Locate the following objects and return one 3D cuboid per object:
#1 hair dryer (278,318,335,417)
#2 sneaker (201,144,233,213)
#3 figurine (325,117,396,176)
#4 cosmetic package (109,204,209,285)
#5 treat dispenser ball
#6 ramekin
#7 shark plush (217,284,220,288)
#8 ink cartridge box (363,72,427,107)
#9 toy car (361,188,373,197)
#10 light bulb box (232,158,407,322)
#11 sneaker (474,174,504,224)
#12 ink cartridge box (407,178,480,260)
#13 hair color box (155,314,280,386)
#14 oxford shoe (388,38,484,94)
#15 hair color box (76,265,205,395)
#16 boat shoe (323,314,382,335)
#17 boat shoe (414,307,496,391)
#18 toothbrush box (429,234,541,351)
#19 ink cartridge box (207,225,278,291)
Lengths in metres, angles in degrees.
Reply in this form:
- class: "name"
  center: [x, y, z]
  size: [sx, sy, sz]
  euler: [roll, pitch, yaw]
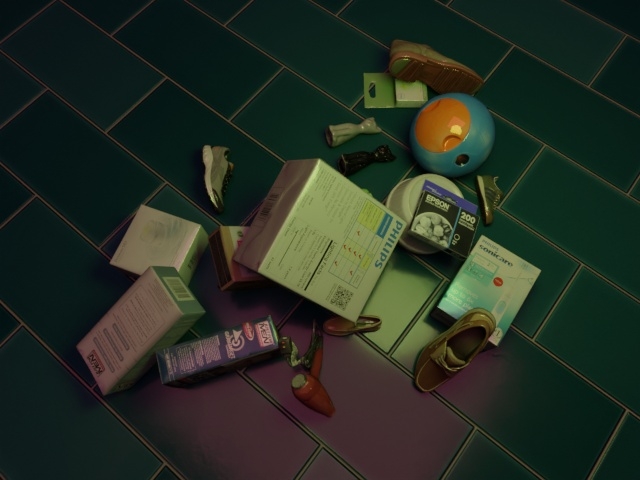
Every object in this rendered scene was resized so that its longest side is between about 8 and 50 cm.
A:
- class: "hair dryer"
  center: [-0.011, 0.396, 1.433]
  size: [0.080, 0.224, 0.293]
  euler: [-13, 90, 35]
- class: "sneaker"
  center: [-0.361, -0.225, 1.695]
  size: [0.108, 0.100, 0.271]
  euler: [-6, 70, -7]
- class: "figurine"
  center: [0.148, -0.358, 1.752]
  size: [0.210, 0.092, 0.214]
  euler: [-17, 70, -14]
- class: "cosmetic package"
  center: [-0.528, 0.032, 1.581]
  size: [0.225, 0.138, 0.224]
  euler: [18, 71, 8]
- class: "treat dispenser ball"
  center: [0.451, -0.359, 1.635]
  size: [0.288, 0.288, 0.288]
  euler: [0, 70, 0]
- class: "ramekin"
  center: [0.360, -0.098, 1.588]
  size: [0.273, 0.127, 0.272]
  euler: [4, 74, -15]
- class: "shark plush"
  center: [-0.279, 0.115, 1.553]
  size: [0.161, 0.067, 0.073]
  euler: [-13, 55, -45]
- class: "ink cartridge box"
  center: [0.290, -0.599, 1.848]
  size: [0.235, 0.056, 0.171]
  euler: [1, 71, -1]
- class: "toy car"
  center: [0.181, -0.091, 1.662]
  size: [0.239, 0.053, 0.225]
  euler: [-22, 72, -8]
- class: "light bulb box"
  center: [0.000, 0.000, 1.426]
  size: [0.361, 0.225, 0.357]
  euler: [32, 82, -28]
- class: "sneaker"
  center: [0.605, -0.149, 1.673]
  size: [0.086, 0.064, 0.192]
  euler: [-5, 67, 4]
- class: "ink cartridge box"
  center: [0.397, -0.072, 1.501]
  size: [0.206, 0.045, 0.208]
  euler: [25, 69, -8]
- class: "hair color box"
  center: [-0.295, 0.342, 1.445]
  size: [0.347, 0.174, 0.105]
  euler: [-17, 70, -5]
- class: "oxford shoe"
  center: [0.440, -0.659, 1.782]
  size: [0.397, 0.140, 0.146]
  euler: [13, 60, -21]
- class: "hair color box"
  center: [-0.542, 0.268, 1.426]
  size: [0.374, 0.114, 0.185]
  euler: [-44, 71, 13]
- class: "boat shoe"
  center: [0.103, 0.262, 1.524]
  size: [0.190, 0.072, 0.068]
  euler: [-8, 70, -2]
- class: "boat shoe"
  center: [0.384, 0.333, 1.404]
  size: [0.123, 0.116, 0.324]
  euler: [37, 111, 11]
- class: "toothbrush box"
  center: [0.526, 0.169, 1.528]
  size: [0.216, 0.126, 0.295]
  euler: [34, 73, 12]
- class: "ink cartridge box"
  center: [-0.223, 0.055, 1.530]
  size: [0.235, 0.088, 0.193]
  euler: [-1, 65, -43]
